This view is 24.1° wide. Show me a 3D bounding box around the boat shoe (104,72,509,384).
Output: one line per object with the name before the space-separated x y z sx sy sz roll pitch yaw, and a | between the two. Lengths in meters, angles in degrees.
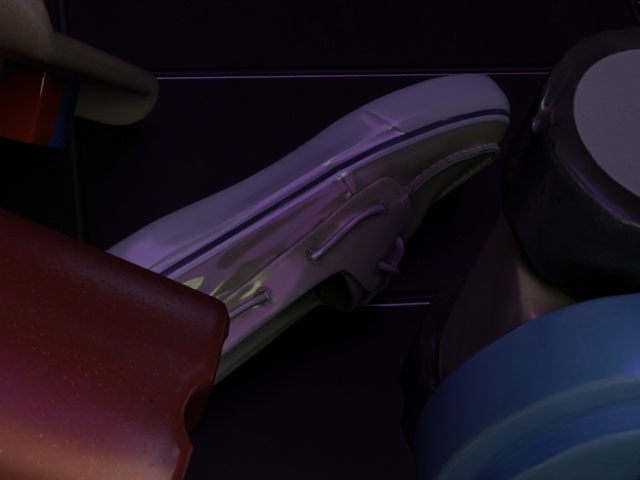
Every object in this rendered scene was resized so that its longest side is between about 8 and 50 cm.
boat shoe | 0.000 0.000 0.889 0.302 0.109 0.094 -30 76 -20

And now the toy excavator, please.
toy excavator | 0.254 0.177 0.567 0.433 0.222 0.445 7 55 -11

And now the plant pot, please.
plant pot | -0.195 0.083 0.678 0.265 0.272 0.272 18 49 -5

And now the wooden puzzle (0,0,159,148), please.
wooden puzzle | -0.271 -0.115 0.814 0.322 0.348 0.080 16 88 3
